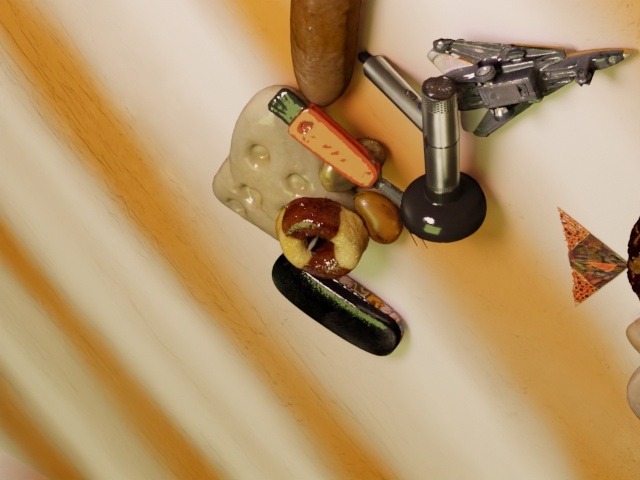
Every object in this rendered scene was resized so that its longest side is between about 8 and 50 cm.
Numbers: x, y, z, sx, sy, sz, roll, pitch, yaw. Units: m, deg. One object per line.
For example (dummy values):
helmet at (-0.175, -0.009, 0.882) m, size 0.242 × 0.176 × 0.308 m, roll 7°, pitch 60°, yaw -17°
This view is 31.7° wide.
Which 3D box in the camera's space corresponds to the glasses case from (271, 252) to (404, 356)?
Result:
glasses case at (0.035, 0.133, 2.419) m, size 0.321 × 0.082 × 0.122 m, roll 33°, pitch 140°, yaw 11°

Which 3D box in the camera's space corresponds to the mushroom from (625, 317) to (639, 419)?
mushroom at (0.615, 0.222, 1.954) m, size 0.207 × 0.207 × 0.215 m, roll 96°, pitch 153°, yaw -43°

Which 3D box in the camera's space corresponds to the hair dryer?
hair dryer at (0.186, -0.202, 1.991) m, size 0.284 × 0.156 × 0.320 m, roll -111°, pitch 6°, yaw -48°

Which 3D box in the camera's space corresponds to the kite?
kite at (0.495, 0.038, 2.011) m, size 0.125 × 0.008 × 0.222 m, roll 5°, pitch 127°, yaw 34°

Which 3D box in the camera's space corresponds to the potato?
potato at (0.060, -0.146, 2.135) m, size 0.138 × 0.070 × 0.091 m, roll -26°, pitch 139°, yaw 15°

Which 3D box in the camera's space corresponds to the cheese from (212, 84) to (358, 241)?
cheese at (-0.032, -0.121, 2.226) m, size 0.328 × 0.129 × 0.351 m, roll 35°, pitch 140°, yaw 3°

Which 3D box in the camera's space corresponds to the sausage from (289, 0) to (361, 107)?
sausage at (0.013, -0.421, 1.916) m, size 0.123 × 0.136 × 0.501 m, roll 14°, pitch 134°, yaw 9°

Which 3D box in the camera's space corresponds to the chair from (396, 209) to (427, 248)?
chair at (0.188, -0.027, 2.188) m, size 0.042 × 0.037 × 0.086 m, roll -1°, pitch 128°, yaw 55°

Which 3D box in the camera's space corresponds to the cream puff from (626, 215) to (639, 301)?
cream puff at (0.600, 0.034, 1.794) m, size 0.239 × 0.165 × 0.239 m, roll 22°, pitch 133°, yaw 26°

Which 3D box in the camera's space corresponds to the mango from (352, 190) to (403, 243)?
mango at (0.114, -0.049, 2.197) m, size 0.127 × 0.077 × 0.063 m, roll 51°, pitch 156°, yaw -18°

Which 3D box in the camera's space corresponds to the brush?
brush at (0.040, -0.161, 2.057) m, size 0.323 × 0.051 × 0.070 m, roll 37°, pitch 113°, yaw -12°

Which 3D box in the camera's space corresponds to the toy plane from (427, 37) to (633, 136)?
toy plane at (0.341, -0.260, 1.804) m, size 0.316 × 0.103 × 0.204 m, roll -1°, pitch 134°, yaw 39°

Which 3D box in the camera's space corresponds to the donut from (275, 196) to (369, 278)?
donut at (0.000, 0.000, 2.180) m, size 0.184 × 0.073 × 0.166 m, roll 36°, pitch 123°, yaw -18°
